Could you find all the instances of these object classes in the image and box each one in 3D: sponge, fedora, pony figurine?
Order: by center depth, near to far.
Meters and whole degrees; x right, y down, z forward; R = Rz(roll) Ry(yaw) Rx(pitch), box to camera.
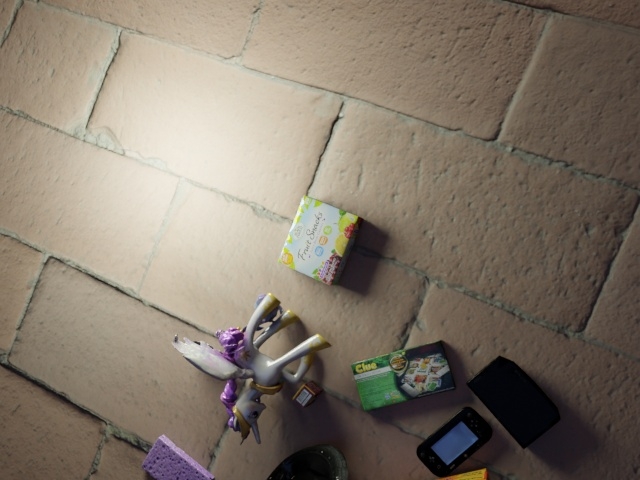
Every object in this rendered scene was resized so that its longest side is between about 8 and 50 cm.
[{"bbox_3d":[-0.022,0.700,1.667,0.334,0.334,0.152,-33,109,13],"label":"fedora"},{"bbox_3d":[-0.203,0.328,1.755,0.351,0.303,0.363,40,84,7],"label":"pony figurine"},{"bbox_3d":[-0.429,0.694,1.908,0.210,0.031,0.117,33,98,16],"label":"sponge"}]

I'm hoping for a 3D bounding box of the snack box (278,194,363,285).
[{"bbox_3d":[0.000,0.000,1.788,0.174,0.070,0.207,24,93,17],"label":"snack box"}]

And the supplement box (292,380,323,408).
[{"bbox_3d":[-0.035,0.428,1.767,0.043,0.083,0.055,39,99,15],"label":"supplement box"}]

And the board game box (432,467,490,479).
[{"bbox_3d":[0.270,0.804,1.497,0.356,0.356,0.356,-19,84,16],"label":"board game box"}]

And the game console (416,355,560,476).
[{"bbox_3d":[0.415,0.482,1.642,0.361,0.044,0.213,-44,75,11],"label":"game console"}]

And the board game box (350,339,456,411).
[{"bbox_3d":[0.221,0.365,1.719,0.260,0.030,0.136,-18,84,16],"label":"board game box"}]
